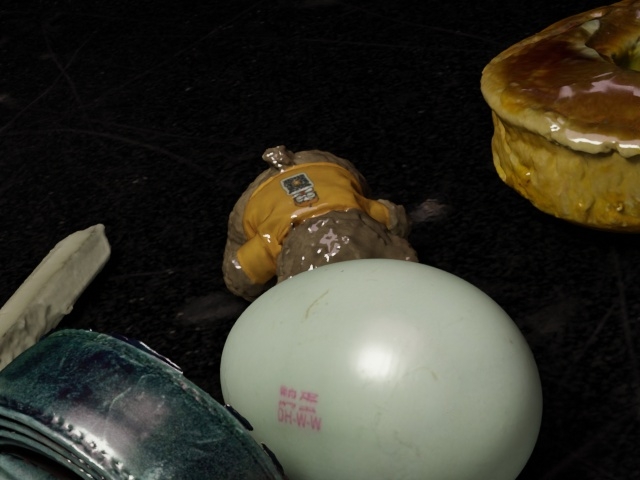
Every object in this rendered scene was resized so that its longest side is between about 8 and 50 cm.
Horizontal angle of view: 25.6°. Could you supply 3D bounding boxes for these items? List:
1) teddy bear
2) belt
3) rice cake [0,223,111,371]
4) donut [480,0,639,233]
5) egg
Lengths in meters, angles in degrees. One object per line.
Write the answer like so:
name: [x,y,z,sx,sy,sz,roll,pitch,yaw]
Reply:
teddy bear: [0.000,0.000,1.239,0.177,0.140,0.190,-21,37,-14]
belt: [-0.124,0.170,0.924,0.268,0.206,0.116,17,46,36]
rice cake: [-0.271,0.070,1.325,0.057,0.052,0.256,-39,13,37]
donut: [0.311,-0.113,1.263,0.330,0.159,0.330,-4,37,3]
egg: [0.035,0.102,0.983,0.183,0.182,0.264,-36,27,-31]
